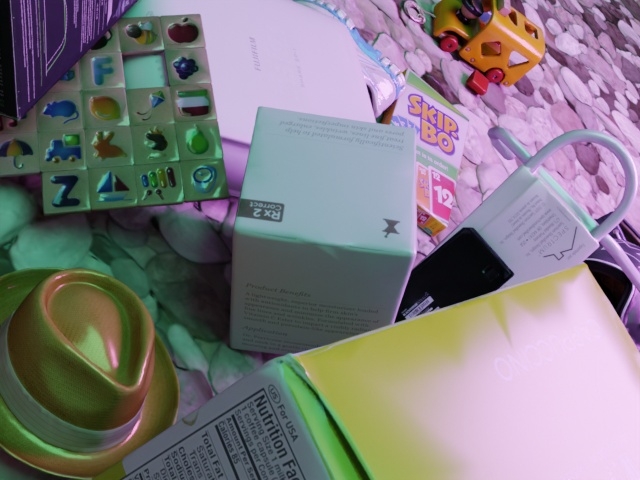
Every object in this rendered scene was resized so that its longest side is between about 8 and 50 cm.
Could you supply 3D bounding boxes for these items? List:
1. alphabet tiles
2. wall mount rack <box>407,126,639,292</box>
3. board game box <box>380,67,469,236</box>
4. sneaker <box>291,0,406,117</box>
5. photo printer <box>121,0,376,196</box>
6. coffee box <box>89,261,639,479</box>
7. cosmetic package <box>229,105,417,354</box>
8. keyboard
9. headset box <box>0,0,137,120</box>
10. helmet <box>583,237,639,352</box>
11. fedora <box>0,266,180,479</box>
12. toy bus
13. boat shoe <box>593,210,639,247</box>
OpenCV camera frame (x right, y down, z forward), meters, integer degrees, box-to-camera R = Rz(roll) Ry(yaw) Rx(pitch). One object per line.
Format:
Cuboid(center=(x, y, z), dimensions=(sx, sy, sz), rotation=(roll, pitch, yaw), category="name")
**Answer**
Cuboid(center=(-0.212, -0.115, 0.775), dimensions=(0.237, 0.009, 0.198), rotation=(-6, 68, -13), category="alphabet tiles")
Cuboid(center=(0.223, 0.053, 0.963), dimensions=(0.304, 0.350, 0.130), rotation=(46, 7, -3), category="wall mount rack")
Cuboid(center=(0.136, -0.131, 1.173), dimensions=(0.124, 0.039, 0.259), rotation=(37, 40, -17), category="board game box")
Cuboid(center=(0.022, -0.232, 1.119), dimensions=(0.190, 0.071, 0.083), rotation=(39, 56, -7), category="sneaker")
Cuboid(center=(-0.087, -0.167, 0.939), dimensions=(0.307, 0.107, 0.256), rotation=(12, 54, -36), category="photo printer")
Cuboid(center=(0.066, 0.252, 0.602), dimensions=(0.337, 0.334, 0.338), rotation=(-11, 69, -46), category="coffee box")
Cuboid(center=(0.000, 0.000, 0.805), dimensions=(0.151, 0.184, 0.151), rotation=(8, 51, -3), category="cosmetic package")
Cuboid(center=(0.113, 0.082, 0.895), dimensions=(0.100, 0.192, 0.038), rotation=(52, 9, 20), category="keyboard")
Cuboid(center=(-0.295, -0.265, 0.742), dimensions=(0.246, 0.131, 0.283), rotation=(19, 44, 4), category="headset box")
Cuboid(center=(0.378, 0.078, 1.142), dimensions=(0.169, 0.169, 0.162), rotation=(15, 68, -34), category="helmet")
Cuboid(center=(-0.184, 0.085, 0.677), dimensions=(0.194, 0.079, 0.194), rotation=(22, 42, -21), category="fedora")
Cuboid(center=(0.263, -0.341, 1.383), dimensions=(0.202, 0.104, 0.191), rotation=(-23, 78, -48), category="toy bus")
Cuboid(center=(0.507, 0.051, 1.338), dimensions=(0.254, 0.079, 0.095), rotation=(44, 41, -9), category="boat shoe")
